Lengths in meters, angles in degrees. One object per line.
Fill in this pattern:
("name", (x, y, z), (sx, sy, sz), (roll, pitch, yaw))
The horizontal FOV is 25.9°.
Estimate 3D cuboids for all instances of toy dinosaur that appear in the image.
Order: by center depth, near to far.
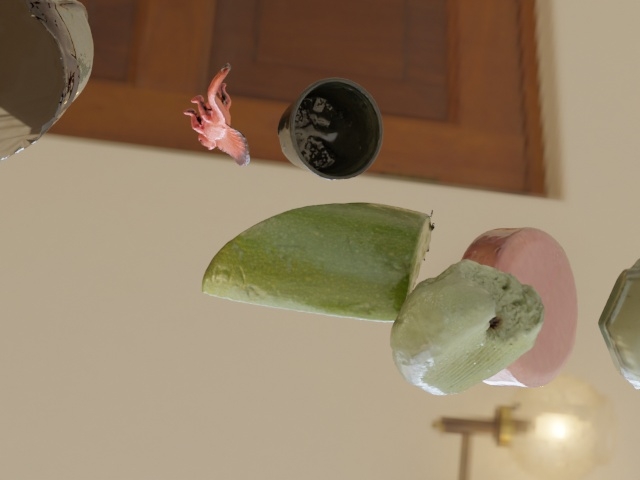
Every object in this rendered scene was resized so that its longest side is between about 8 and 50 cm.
("toy dinosaur", (-0.160, -0.194, 2.375), (0.139, 0.070, 0.286), (58, -20, 3))

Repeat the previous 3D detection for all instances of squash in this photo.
("squash", (0.000, 0.000, 1.931), (0.203, 0.288, 0.111), (-67, 163, -49))

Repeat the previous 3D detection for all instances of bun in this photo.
("bun", (0.178, 0.100, 1.772), (0.126, 0.203, 0.212), (59, 1, 28))

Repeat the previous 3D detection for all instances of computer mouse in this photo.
("computer mouse", (0.580, 0.115, 1.919), (0.145, 0.428, 0.228), (-3, -92, 61))

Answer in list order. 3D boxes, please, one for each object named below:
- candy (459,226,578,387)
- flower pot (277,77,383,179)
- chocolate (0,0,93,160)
("candy", (0.298, 0.106, 2.094), (0.094, 0.255, 0.255), (-4, -103, 41))
("flower pot", (0.006, -0.170, 2.158), (0.107, 0.157, 0.158), (-177, -86, -67))
("chocolate", (-0.459, -0.273, 2.066), (0.186, 0.283, 0.284), (-39, 140, -67))
